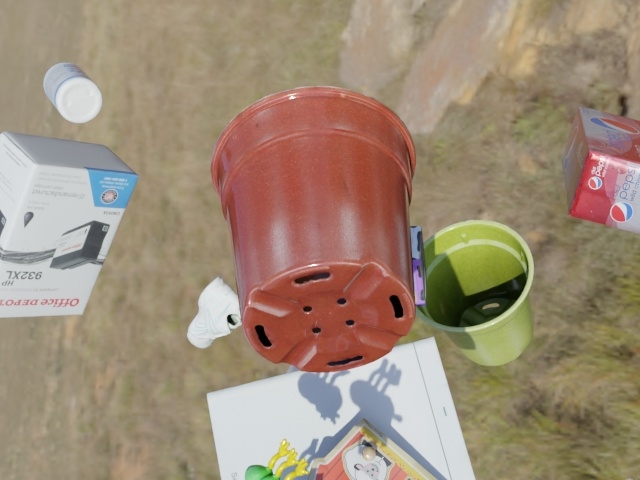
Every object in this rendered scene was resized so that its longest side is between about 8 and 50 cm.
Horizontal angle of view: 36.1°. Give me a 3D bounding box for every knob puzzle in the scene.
[{"bbox_3d":[0.064,0.357,1.308,0.030,0.213,0.213,111,158,-61],"label":"knob puzzle"}]

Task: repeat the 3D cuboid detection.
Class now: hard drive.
[{"bbox_3d":[0.026,0.293,1.433,0.047,0.353,0.233,73,-177,-64],"label":"hard drive"}]

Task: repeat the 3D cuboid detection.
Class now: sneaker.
[{"bbox_3d":[-0.145,0.114,1.370,0.054,0.061,0.152,-47,-11,-37],"label":"sneaker"}]

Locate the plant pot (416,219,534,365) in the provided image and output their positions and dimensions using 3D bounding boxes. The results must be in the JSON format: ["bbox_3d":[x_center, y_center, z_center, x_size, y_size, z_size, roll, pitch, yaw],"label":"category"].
[{"bbox_3d":[0.355,0.139,2.149,0.254,0.276,0.276,56,-163,-48],"label":"plant pot"}]

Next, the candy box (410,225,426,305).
[{"bbox_3d":[0.080,0.045,1.688,0.165,0.196,0.070,76,-163,-57],"label":"candy box"}]

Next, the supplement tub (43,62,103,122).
[{"bbox_3d":[-0.375,-0.224,1.488,0.107,0.071,0.071,42,123,54],"label":"supplement tub"}]

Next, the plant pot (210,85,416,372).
[{"bbox_3d":[0.000,0.000,1.206,0.265,0.272,0.272,-95,24,-43],"label":"plant pot"}]

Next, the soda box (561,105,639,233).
[{"bbox_3d":[0.358,-0.095,1.225,0.263,0.092,0.084,-60,-17,-68],"label":"soda box"}]

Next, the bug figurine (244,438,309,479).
[{"bbox_3d":[-0.024,0.363,1.086,0.216,0.072,0.279,41,137,44],"label":"bug figurine"}]

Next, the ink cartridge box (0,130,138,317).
[{"bbox_3d":[-0.494,-0.021,1.761,0.129,0.223,0.307,39,112,34],"label":"ink cartridge box"}]

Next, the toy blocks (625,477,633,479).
[{"bbox_3d":[0.543,0.524,1.669,0.261,0.381,0.191,-118,13,-59],"label":"toy blocks"}]

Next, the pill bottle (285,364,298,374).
[{"bbox_3d":[0.075,0.401,2.035,0.204,0.361,0.204,-156,90,-86],"label":"pill bottle"}]
